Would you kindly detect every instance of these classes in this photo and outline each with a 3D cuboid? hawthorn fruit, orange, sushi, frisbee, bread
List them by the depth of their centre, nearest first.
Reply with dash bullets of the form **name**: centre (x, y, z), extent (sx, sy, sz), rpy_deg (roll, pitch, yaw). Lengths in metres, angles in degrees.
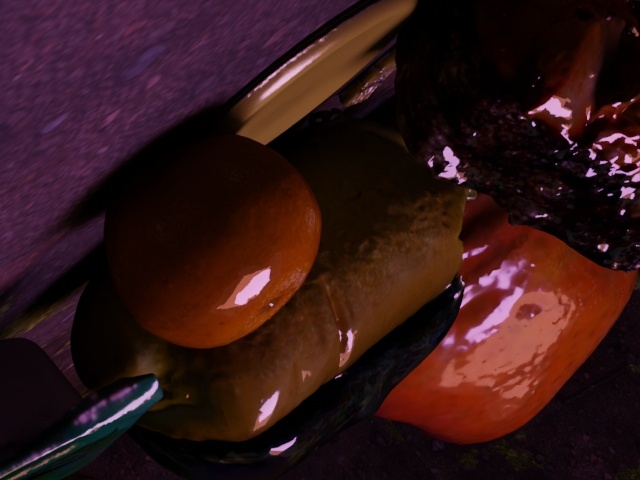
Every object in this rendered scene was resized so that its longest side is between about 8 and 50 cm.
- **orange**: centre (-0.076, -0.002, 0.940), extent (0.154, 0.134, 0.154), rpy_deg (-47, 172, -8)
- **frisbee**: centre (-0.018, -0.113, 1.037), extent (0.236, 0.017, 0.236), rpy_deg (-38, 179, -1)
- **sushi**: centre (0.204, -0.119, 1.120), extent (0.182, 0.343, 0.196), rpy_deg (-36, -142, 35)
- **bread**: centre (-0.035, 0.042, 1.221), extent (0.376, 0.251, 0.208), rpy_deg (-37, 150, -33)
- **hawthorn fruit**: centre (0.171, 0.014, 1.790), extent (0.472, 0.471, 0.472), rpy_deg (-38, 178, -2)

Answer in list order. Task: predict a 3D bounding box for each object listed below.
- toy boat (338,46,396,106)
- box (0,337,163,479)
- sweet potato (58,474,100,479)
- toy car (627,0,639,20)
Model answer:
- **toy boat**: centre (0.069, -0.169, 1.310), extent (0.115, 0.016, 0.063), rpy_deg (-39, 177, 26)
- **box**: centre (-0.286, 0.167, 1.085), extent (0.264, 0.106, 0.337), rpy_deg (-26, 174, -23)
- **sweet potato**: centre (-0.241, 0.225, 1.106), extent (0.153, 0.038, 0.041), rpy_deg (-24, 149, -28)
- **toy car**: centre (0.286, -0.244, 1.234), extent (0.142, 0.200, 0.248), rpy_deg (6, -176, -7)
